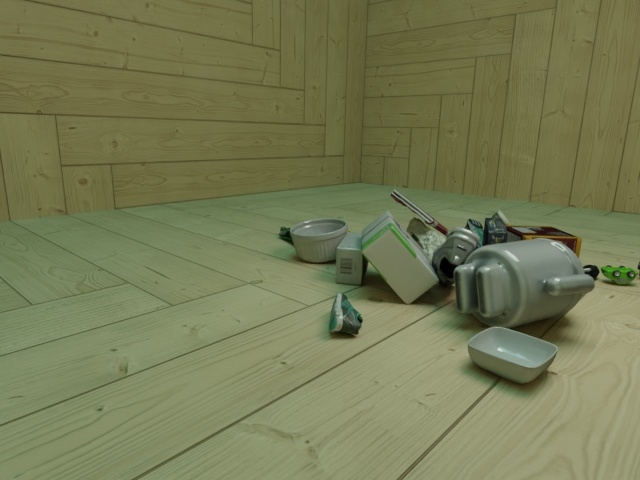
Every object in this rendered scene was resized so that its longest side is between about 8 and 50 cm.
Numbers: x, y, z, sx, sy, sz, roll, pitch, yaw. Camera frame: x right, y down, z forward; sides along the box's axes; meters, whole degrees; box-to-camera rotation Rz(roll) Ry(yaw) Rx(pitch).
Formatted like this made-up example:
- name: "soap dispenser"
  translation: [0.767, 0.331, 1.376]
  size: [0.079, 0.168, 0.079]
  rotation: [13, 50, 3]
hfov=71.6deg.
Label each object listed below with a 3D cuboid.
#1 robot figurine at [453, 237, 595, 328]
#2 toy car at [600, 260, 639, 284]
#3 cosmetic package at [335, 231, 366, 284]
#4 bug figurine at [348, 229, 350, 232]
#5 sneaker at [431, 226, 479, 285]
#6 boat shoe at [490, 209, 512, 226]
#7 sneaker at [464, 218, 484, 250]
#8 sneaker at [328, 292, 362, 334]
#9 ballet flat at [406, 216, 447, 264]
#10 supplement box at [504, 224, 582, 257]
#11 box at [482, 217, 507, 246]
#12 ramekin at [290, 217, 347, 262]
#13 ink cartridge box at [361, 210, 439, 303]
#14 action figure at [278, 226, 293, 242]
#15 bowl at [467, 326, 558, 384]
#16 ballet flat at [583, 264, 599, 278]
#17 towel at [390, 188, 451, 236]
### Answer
- name: "robot figurine"
  translation: [0.492, 0.100, 1.087]
  size: [0.353, 0.200, 0.300]
  rotation: [-6, 5, -26]
- name: "toy car"
  translation: [0.999, 0.114, 1.392]
  size: [0.225, 0.053, 0.239]
  rotation: [2, 13, 6]
- name: "cosmetic package"
  translation: [0.108, 0.052, 1.431]
  size: [0.085, 0.117, 0.231]
  rotation: [5, 15, 13]
- name: "bug figurine"
  translation: [0.179, 0.007, 1.713]
  size: [0.279, 0.072, 0.216]
  rotation: [2, 14, 0]
- name: "sneaker"
  translation: [0.351, 0.069, 1.236]
  size: [0.105, 0.115, 0.281]
  rotation: [26, -22, 18]
- name: "boat shoe"
  translation: [0.712, -0.043, 1.767]
  size: [0.091, 0.109, 0.305]
  rotation: [-31, -21, 18]
- name: "sneaker"
  translation: [0.620, 0.011, 1.774]
  size: [0.083, 0.098, 0.224]
  rotation: [20, 34, -10]
- name: "sneaker"
  translation: [0.063, 0.179, 1.054]
  size: [0.076, 0.065, 0.166]
  rotation: [18, 17, -1]
- name: "ballet flat"
  translation: [0.366, 0.014, 1.608]
  size: [0.147, 0.147, 0.409]
  rotation: [0, 13, -5]
- name: "supplement box"
  translation: [0.756, 0.030, 1.551]
  size: [0.191, 0.129, 0.194]
  rotation: [1, 14, -1]
- name: "box"
  translation: [0.539, 0.037, 1.390]
  size: [0.059, 0.183, 0.232]
  rotation: [6, 15, 16]
- name: "ramekin"
  translation: [0.000, 0.000, 1.595]
  size: [0.207, 0.109, 0.207]
  rotation: [-7, 18, 2]
- name: "ink cartridge box"
  translation: [0.223, 0.038, 1.299]
  size: [0.115, 0.198, 0.273]
  rotation: [-41, 7, 13]
- name: "action figure"
  translation: [-0.107, -0.027, 1.861]
  size: [0.137, 0.063, 0.232]
  rotation: [-12, 15, -34]
- name: "bowl"
  translation: [0.373, 0.227, 0.870]
  size: [0.142, 0.053, 0.142]
  rotation: [-13, 20, -42]
- name: "ballet flat"
  translation: [0.835, 0.114, 1.416]
  size: [0.173, 0.057, 0.049]
  rotation: [-8, -24, -37]
- name: "towel"
  translation: [0.422, -0.072, 1.705]
  size: [0.329, 0.037, 0.237]
  rotation: [26, 16, -46]
